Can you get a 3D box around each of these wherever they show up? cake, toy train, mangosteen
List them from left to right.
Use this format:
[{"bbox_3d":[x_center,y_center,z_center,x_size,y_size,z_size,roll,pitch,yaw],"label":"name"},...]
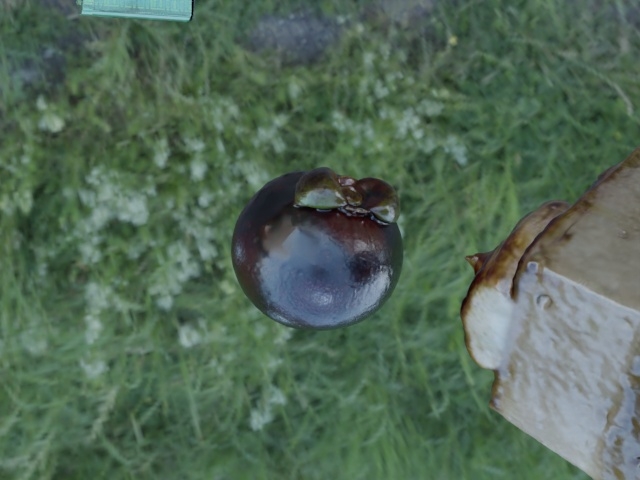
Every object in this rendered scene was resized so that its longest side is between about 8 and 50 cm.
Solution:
[{"bbox_3d":[-0.216,-0.297,1.277,0.148,0.038,0.070,-2,104,-23],"label":"toy train"},{"bbox_3d":[0.000,0.000,0.908,0.153,0.152,0.152,-15,143,-12],"label":"mangosteen"},{"bbox_3d":[0.248,0.063,0.780,0.199,0.293,0.196,-41,148,-34],"label":"cake"}]
